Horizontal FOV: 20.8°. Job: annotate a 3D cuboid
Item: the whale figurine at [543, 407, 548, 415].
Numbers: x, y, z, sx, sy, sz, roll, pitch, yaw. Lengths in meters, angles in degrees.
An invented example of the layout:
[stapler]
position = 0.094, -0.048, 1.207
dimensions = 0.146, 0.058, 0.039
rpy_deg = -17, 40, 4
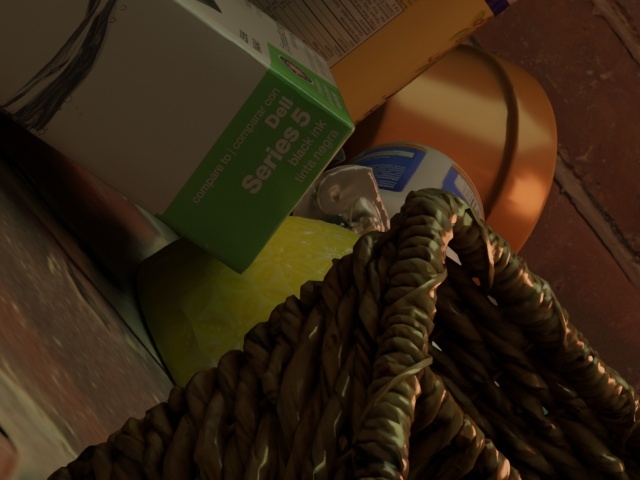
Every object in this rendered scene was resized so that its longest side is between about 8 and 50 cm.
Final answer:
[whale figurine]
position = 0.172, 0.141, 1.740
dimensions = 0.272, 0.141, 0.216
rpy_deg = 52, 5, 36

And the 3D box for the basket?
[basket]
position = 0.065, 0.169, 0.672
dimensions = 0.299, 0.223, 0.213
rpy_deg = 48, 9, -37

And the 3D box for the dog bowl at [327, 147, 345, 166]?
[dog bowl]
position = -0.122, -0.184, 1.630
dimensions = 0.348, 0.102, 0.349
rpy_deg = 51, 7, -9

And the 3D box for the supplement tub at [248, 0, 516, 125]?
[supplement tub]
position = -0.033, -0.190, 1.310
dimensions = 0.241, 0.331, 0.241
rpy_deg = 51, 8, -10

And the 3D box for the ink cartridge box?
[ink cartridge box]
position = -0.126, -0.123, 1.033
dimensions = 0.273, 0.114, 0.198
rpy_deg = 35, 11, -14

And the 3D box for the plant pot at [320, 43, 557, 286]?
[plant pot]
position = 0.072, -0.094, 1.815
dimensions = 0.203, 0.291, 0.291
rpy_deg = 26, 23, -38

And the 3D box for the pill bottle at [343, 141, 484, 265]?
[pill bottle]
position = 0.052, 0.017, 1.486
dimensions = 0.152, 0.152, 0.272
rpy_deg = 52, 20, -6

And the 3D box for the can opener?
[can opener]
position = 0.036, 0.070, 1.306
dimensions = 0.095, 0.076, 0.283
rpy_deg = 13, -51, 52

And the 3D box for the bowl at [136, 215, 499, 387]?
[bowl]
position = 0.032, 0.083, 1.118
dimensions = 0.289, 0.156, 0.289
rpy_deg = 52, 7, -9
